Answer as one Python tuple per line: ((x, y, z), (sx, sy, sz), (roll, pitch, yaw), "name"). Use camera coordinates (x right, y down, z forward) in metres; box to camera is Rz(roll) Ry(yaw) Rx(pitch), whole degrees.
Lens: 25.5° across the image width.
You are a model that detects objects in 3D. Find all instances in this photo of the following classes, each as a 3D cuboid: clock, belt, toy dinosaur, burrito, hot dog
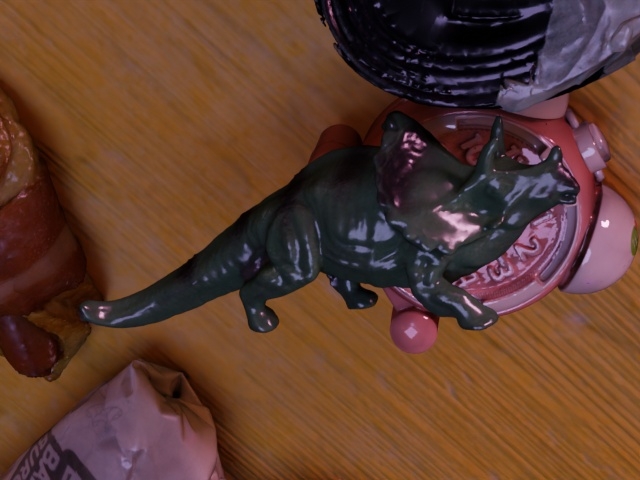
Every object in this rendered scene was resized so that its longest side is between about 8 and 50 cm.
((0.095, -0.031, 0.844), (0.162, 0.093, 0.166), (-22, 108, 20), "clock")
((0.098, -0.142, 0.733), (0.198, 0.078, 0.151), (-14, 88, 19), "belt")
((0.010, 0.015, 0.790), (0.292, 0.079, 0.120), (-29, 101, 27), "toy dinosaur")
((-0.223, 0.246, 1.129), (0.139, 0.101, 0.445), (34, 125, -20), "burrito")
((-0.229, 0.003, 0.968), (0.123, 0.093, 0.262), (-9, 120, 24), "hot dog")
